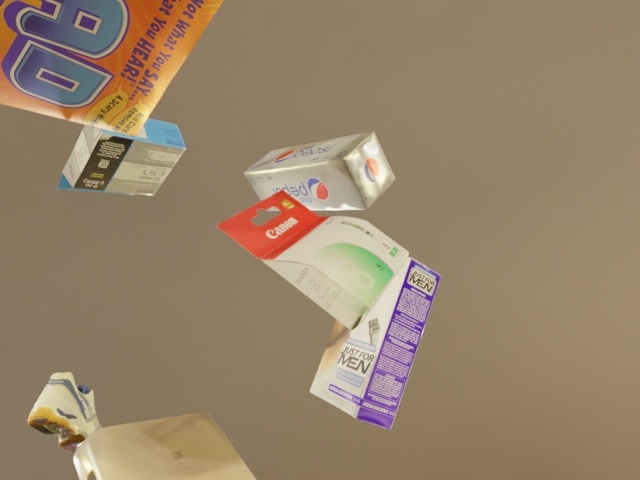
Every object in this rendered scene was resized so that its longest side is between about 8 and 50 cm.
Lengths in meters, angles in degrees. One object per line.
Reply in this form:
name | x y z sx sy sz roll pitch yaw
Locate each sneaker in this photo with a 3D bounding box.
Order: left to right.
sneaker | -0.578 0.426 1.119 0.111 0.131 0.297 0 -42 0

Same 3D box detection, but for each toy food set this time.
toy food set | -0.295 0.460 0.910 0.306 0.219 0.093 9 -74 -43

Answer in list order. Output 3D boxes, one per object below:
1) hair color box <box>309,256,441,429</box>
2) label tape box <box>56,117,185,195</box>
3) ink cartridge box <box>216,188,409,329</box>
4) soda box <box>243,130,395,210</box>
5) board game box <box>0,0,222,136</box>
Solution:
hair color box | 0.117 0.207 1.008 0.110 0.339 0.185 30 -16 -27
label tape box | -0.605 -0.220 1.389 0.249 0.115 0.347 2 -37 -48
ink cartridge box | 0.000 0.000 0.641 0.224 0.181 0.056 39 -57 8
soda box | -0.012 -0.117 0.836 0.286 0.091 0.098 2 -50 49
board game box | -0.322 -0.397 0.499 0.356 0.357 0.356 8 -31 -41
